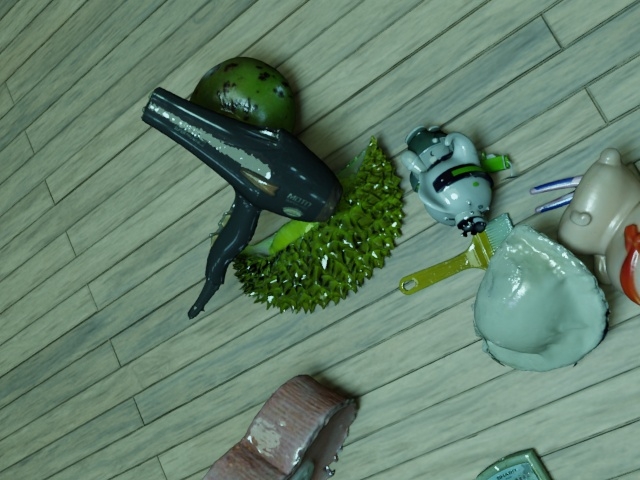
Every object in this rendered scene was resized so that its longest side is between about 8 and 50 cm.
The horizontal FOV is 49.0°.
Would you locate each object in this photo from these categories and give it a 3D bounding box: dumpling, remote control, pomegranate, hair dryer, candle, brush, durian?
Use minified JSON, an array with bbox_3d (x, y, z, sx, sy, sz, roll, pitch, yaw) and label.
[{"bbox_3d":[0.303,0.090,0.951,0.173,0.142,0.247,24,136,28],"label":"dumpling"},{"bbox_3d":[0.322,0.420,1.005,0.098,0.038,0.233,-36,75,24],"label":"remote control"},{"bbox_3d":[-0.141,-0.193,1.142,0.179,0.179,0.210,25,60,25],"label":"pomegranate"},{"bbox_3d":[-0.163,-0.026,1.040,0.304,0.120,0.359,25,116,-8],"label":"hair dryer"},{"bbox_3d":[-0.075,0.374,1.116,0.131,0.287,0.317,28,62,27],"label":"candle"},{"bbox_3d":[0.208,0.037,1.068,0.205,0.011,0.083,-27,80,27],"label":"brush"},{"bbox_3d":[0.000,0.000,1.143,0.352,0.158,0.169,-39,39,24],"label":"durian"}]

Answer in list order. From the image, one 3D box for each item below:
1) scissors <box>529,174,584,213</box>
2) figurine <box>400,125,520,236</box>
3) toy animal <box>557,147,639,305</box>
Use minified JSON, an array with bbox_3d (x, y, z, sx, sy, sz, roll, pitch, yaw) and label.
[{"bbox_3d":[0.352,-0.070,0.984,0.113,0.012,0.039,-17,84,28],"label":"scissors"},{"bbox_3d":[0.188,-0.087,1.012,0.126,0.147,0.192,-50,50,40],"label":"figurine"},{"bbox_3d":[0.407,-0.007,0.883,0.198,0.171,0.171,41,110,29],"label":"toy animal"}]
